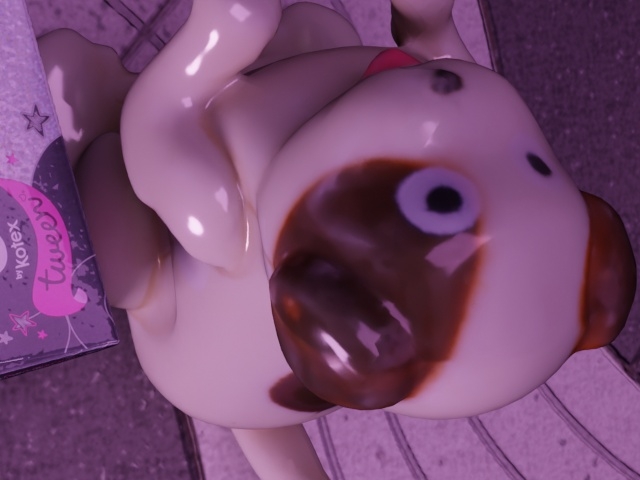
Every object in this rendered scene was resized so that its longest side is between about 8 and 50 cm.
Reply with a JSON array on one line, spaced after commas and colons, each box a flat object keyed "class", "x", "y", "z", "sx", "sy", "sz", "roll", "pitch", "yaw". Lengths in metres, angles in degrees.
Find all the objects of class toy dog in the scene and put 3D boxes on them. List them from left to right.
[{"class": "toy dog", "x": 0.000, "y": 0.000, "z": 1.208, "sx": 0.284, "sy": 0.408, "sz": 0.395, "roll": 0, "pitch": 91, "yaw": -28}]

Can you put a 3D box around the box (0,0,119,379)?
[{"class": "box", "x": -0.239, "y": -0.030, "z": 1.192, "sx": 0.163, "sy": 0.142, "sz": 0.247, "roll": -15, "pitch": 89, "yaw": -17}]
